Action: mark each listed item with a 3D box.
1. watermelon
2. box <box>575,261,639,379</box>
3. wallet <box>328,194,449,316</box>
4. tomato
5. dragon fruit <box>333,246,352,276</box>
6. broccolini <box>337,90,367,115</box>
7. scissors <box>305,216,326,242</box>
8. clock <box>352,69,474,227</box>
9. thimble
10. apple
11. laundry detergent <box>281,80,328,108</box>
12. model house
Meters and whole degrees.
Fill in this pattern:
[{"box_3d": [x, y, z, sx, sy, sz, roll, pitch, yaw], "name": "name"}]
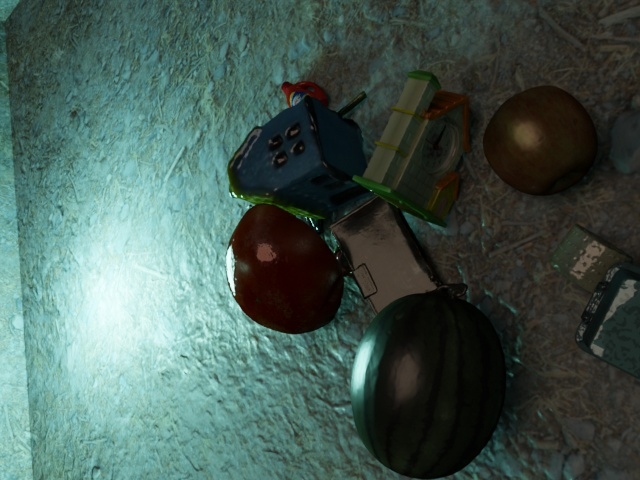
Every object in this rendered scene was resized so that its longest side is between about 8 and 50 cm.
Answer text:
[{"box_3d": [0.197, 0.250, 1.156, 0.278, 0.278, 0.360, 7, 88, 42], "name": "watermelon"}, {"box_3d": [0.522, 0.146, 0.959, 0.226, 0.130, 0.162, 26, 101, 18], "name": "box"}, {"box_3d": [0.150, 0.056, 1.364, 0.169, 0.044, 0.317, -34, 66, 17], "name": "wallet"}, {"box_3d": [-0.107, 0.092, 1.439, 0.338, 0.143, 0.339, 25, 137, 26], "name": "tomato"}, {"box_3d": [0.059, 0.046, 1.465, 0.060, 0.056, 0.083, -16, 73, 38], "name": "dragon fruit"}, {"box_3d": [0.023, -0.293, 1.573, 0.239, 0.051, 0.054, -40, 14, 28], "name": "broccolini"}, {"box_3d": [0.000, 0.000, 1.549, 0.109, 0.022, 0.300, -41, 57, 30], "name": "scissors"}, {"box_3d": [0.213, -0.185, 1.272, 0.106, 0.219, 0.256, 26, 92, 43], "name": "clock"}, {"box_3d": [0.460, 0.037, 1.080, 0.090, 0.102, 0.115, -61, 21, 16], "name": "thimble"}, {"box_3d": [0.392, -0.173, 1.122, 0.188, 0.188, 0.174, -40, 63, 29], "name": "apple"}, {"box_3d": [-0.049, -0.377, 1.647, 0.097, 0.049, 0.165, -52, 51, 13], "name": "laundry detergent"}, {"box_3d": [-0.055, -0.166, 1.465, 0.303, 0.237, 0.216, -23, 68, 29], "name": "model house"}]
